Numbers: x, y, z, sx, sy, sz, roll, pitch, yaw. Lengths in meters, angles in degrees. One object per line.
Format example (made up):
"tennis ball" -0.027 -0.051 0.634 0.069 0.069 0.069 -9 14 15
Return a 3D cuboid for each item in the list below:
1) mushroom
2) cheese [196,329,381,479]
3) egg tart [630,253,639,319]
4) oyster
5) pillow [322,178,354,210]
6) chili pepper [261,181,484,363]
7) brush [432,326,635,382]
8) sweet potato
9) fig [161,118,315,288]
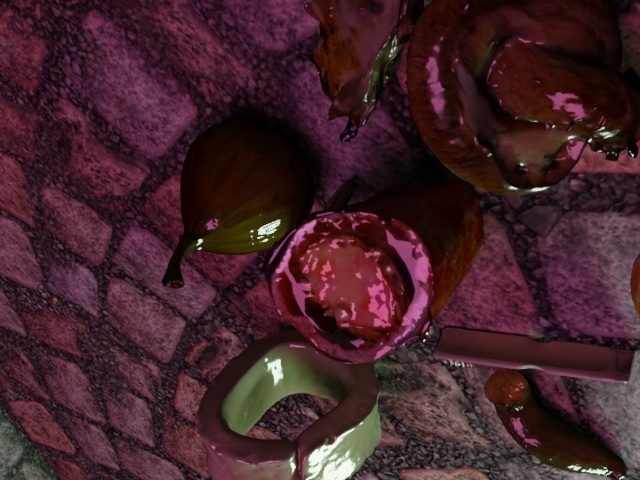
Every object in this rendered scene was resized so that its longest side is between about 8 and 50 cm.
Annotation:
"mushroom" 0.236 -0.179 0.953 0.283 0.195 0.263 30 105 2
"cheese" -0.057 0.329 1.545 0.292 0.332 0.153 25 141 34
"egg tart" 0.543 0.065 1.002 0.341 0.129 0.341 20 146 14
"oyster" 0.066 -0.302 1.016 0.221 0.096 0.361 61 146 33
"pillow" 0.001 -0.002 1.345 0.034 0.135 0.211 31 138 7
"chili pepper" 0.097 0.013 1.198 0.229 0.305 0.251 44 128 4
"brush" 0.337 0.190 1.343 0.321 0.060 0.050 3 142 35
"sweet potato" 0.390 0.325 1.408 0.286 0.085 0.112 39 136 -2
"fig" -0.150 -0.044 1.270 0.217 0.321 0.217 17 131 20
